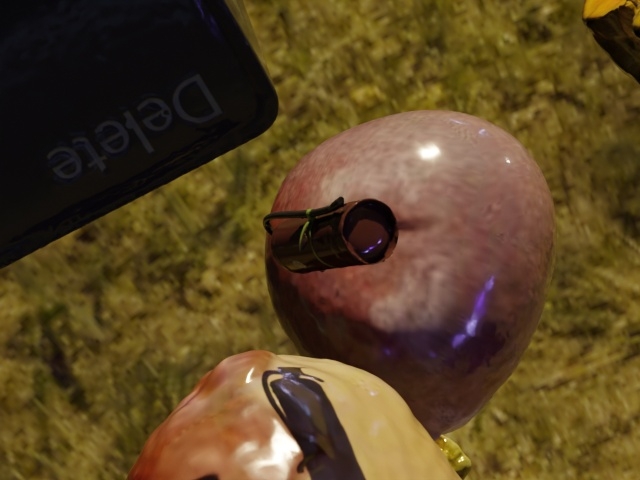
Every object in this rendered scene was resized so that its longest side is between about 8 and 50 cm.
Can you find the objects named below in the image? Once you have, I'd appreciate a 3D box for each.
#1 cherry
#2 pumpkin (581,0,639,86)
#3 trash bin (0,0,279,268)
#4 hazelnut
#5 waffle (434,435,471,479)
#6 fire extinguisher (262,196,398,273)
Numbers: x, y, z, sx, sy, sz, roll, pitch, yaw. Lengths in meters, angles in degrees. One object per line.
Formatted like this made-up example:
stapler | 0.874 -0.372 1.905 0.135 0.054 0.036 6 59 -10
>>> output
cherry | 0.075 0.022 1.340 0.261 0.221 0.307 -15 60 24
pumpkin | 0.322 -0.148 0.965 0.242 0.232 0.325 -51 9 11
trash bin | -0.121 -0.106 0.741 0.165 0.115 0.225 -28 26 7
hazelnut | -0.008 0.203 0.983 0.241 0.261 0.261 -30 32 55
waffle | 0.012 0.282 1.562 0.301 0.058 0.281 39 89 8
fire extinguisher | 0.000 0.000 0.912 0.039 0.056 0.132 -59 18 -16
